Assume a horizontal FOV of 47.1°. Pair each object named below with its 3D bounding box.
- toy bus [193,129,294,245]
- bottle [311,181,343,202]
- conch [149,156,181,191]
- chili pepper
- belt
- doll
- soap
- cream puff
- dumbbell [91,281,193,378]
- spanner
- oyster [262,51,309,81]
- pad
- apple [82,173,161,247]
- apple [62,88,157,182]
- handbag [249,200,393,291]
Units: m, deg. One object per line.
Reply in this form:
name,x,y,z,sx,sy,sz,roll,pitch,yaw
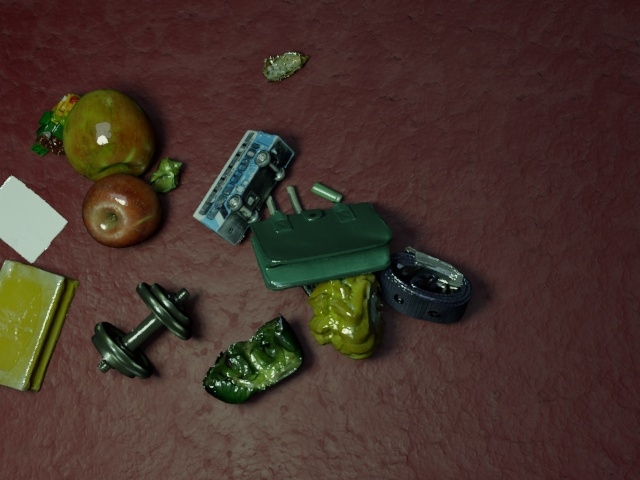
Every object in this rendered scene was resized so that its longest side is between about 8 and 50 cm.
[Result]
toy bus,-0.200,-0.144,1.936,0.131,0.106,0.297,24,79,37
bottle,0.018,-0.126,1.959,0.083,0.030,0.030,27,81,10
conch,-0.419,-0.174,1.992,0.121,0.074,0.089,-33,51,20
chili pepper,-0.167,0.311,1.848,0.264,0.116,0.148,-35,88,-2
belt,0.257,0.123,1.832,0.230,0.126,0.140,20,52,10
doll,-0.724,-0.323,2.045,0.106,0.134,0.186,35,72,-32
soap,-0.790,0.222,1.936,0.199,0.091,0.315,16,80,8
cream puff,0.056,0.188,1.799,0.194,0.195,0.221,-11,102,3
dumbbell,-0.442,0.226,1.845,0.290,0.192,0.192,-43,77,-5
spanner,-0.060,0.011,1.931,0.095,0.040,0.325,-19,75,2
oyster,-0.097,-0.483,2.054,0.132,0.029,0.086,0,83,3
pad,-0.831,-0.060,2.046,0.232,0.004,0.156,37,83,12
apple,-0.519,-0.080,1.936,0.201,0.162,0.201,3,111,8
apple,-0.563,-0.281,1.967,0.246,0.246,0.226,-16,73,2
handbag,0.000,0.000,1.812,0.326,0.089,0.238,-12,35,-12
